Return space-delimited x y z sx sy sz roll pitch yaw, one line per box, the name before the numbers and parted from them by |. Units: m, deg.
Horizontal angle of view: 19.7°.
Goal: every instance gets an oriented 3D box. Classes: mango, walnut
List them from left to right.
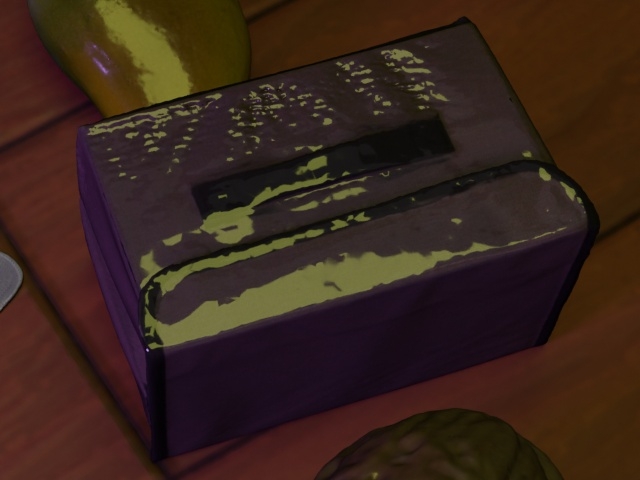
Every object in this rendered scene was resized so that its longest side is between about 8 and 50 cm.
mango | -0.109 -0.132 1.163 0.122 0.085 0.191 -28 77 -30
walnut | 0.052 0.185 0.954 0.178 0.178 0.230 31 56 11

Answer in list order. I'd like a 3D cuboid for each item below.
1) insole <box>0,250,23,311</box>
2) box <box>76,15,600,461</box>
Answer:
insole | -0.229 0.064 1.085 0.053 0.002 0.153 33 64 12
box | 0.000 0.000 1.044 0.252 0.188 0.153 -18 67 -12
